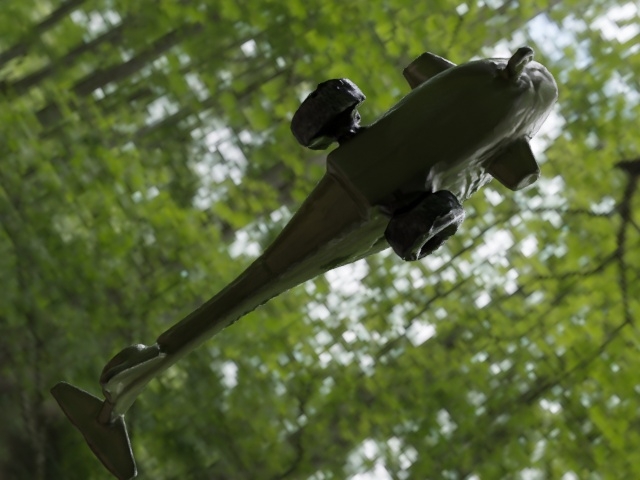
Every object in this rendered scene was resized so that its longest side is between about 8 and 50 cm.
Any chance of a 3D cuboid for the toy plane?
[{"bbox_3d":[0.000,0.000,0.614,0.092,0.286,0.108,49,-15,19],"label":"toy plane"}]
